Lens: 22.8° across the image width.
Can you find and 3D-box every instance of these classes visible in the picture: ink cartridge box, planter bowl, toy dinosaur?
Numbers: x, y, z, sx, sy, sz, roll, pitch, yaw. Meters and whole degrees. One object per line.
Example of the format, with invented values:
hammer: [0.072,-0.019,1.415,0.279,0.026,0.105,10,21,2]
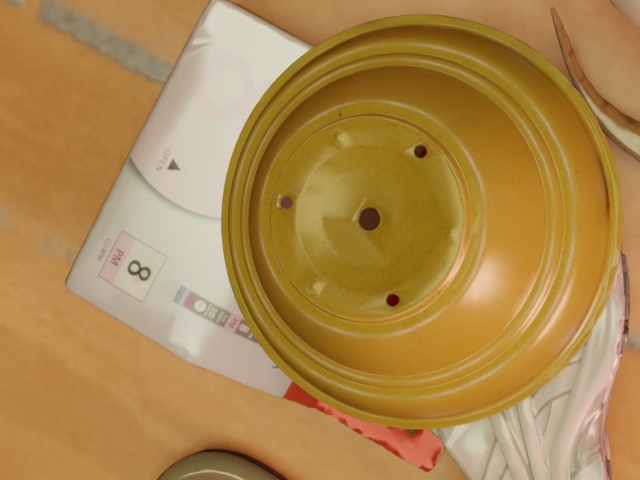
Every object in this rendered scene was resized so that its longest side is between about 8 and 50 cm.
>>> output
ink cartridge box: [0.000,0.000,0.888,0.232,0.066,0.189,30,100,10]
planter bowl: [0.035,-0.010,0.790,0.217,0.090,0.217,0,90,19]
toy dinosaur: [0.205,-0.036,0.853,0.211,0.064,0.112,16,80,-1]

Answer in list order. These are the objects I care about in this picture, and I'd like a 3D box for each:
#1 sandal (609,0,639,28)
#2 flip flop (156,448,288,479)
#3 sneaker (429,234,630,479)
sandal: [0.296,-0.253,0.745,0.169,0.102,0.416,40,85,4]
flip flop: [0.016,0.218,0.890,0.277,0.080,0.112,36,100,5]
sneaker: [0.105,0.071,0.857,0.115,0.090,0.232,5,95,10]
